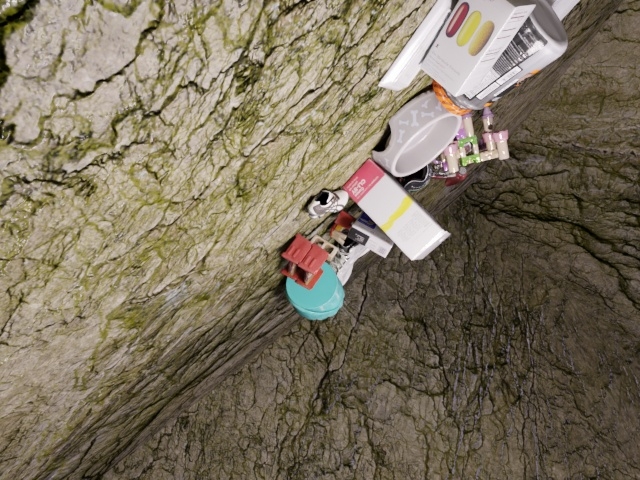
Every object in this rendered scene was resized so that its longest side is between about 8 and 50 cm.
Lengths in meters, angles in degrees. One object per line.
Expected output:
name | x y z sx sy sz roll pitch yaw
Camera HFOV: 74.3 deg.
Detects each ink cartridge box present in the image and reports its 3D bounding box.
ink cartridge box | 0.299 -0.111 1.631 0.160 0.384 0.279 -46 164 14
ink cartridge box | 0.237 -0.053 1.793 0.069 0.176 0.371 -63 174 26

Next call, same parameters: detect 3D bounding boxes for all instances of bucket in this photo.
bucket | -0.030 0.231 2.000 0.281 0.281 0.183 -40 156 -9

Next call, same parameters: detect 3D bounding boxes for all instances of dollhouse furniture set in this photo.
dollhouse furniture set | 0.000 0.000 1.738 0.374 0.152 0.201 -54 171 -26

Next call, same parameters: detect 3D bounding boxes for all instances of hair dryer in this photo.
hair dryer | 0.684 -0.366 2.311 0.224 0.080 0.293 -2 165 31

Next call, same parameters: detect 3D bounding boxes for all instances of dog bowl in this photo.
dog bowl | 0.353 -0.369 1.518 0.349 0.102 0.349 -29 159 -12

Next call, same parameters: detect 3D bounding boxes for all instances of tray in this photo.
tray | 0.272 -0.515 1.132 0.145 0.030 0.270 -18 152 -54

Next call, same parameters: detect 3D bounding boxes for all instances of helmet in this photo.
helmet | 0.395 -0.288 1.816 0.161 0.169 0.169 -23 161 -12

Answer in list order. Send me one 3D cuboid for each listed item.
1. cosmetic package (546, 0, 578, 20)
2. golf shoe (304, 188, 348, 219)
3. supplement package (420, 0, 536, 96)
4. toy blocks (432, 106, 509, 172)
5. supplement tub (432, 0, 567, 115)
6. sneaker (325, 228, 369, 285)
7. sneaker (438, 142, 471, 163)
cosmetic package | 0.688 -0.748 1.310 0.224 0.138 0.225 -49 162 25
golf shoe | 0.038 -0.142 1.490 0.198 0.077 0.094 -32 162 -36
supplement package | 0.399 -0.525 1.092 0.134 0.139 0.244 -31 160 -39
toy blocks | 0.650 -0.473 1.911 0.289 0.260 0.309 -15 -168 5
supplement tub | 0.510 -0.531 1.243 0.207 0.207 0.338 -30 179 -38
sneaker | 0.091 0.078 2.153 0.447 0.169 0.257 -51 156 3
sneaker | 0.686 -0.451 2.258 0.162 0.106 0.281 -21 161 -14
